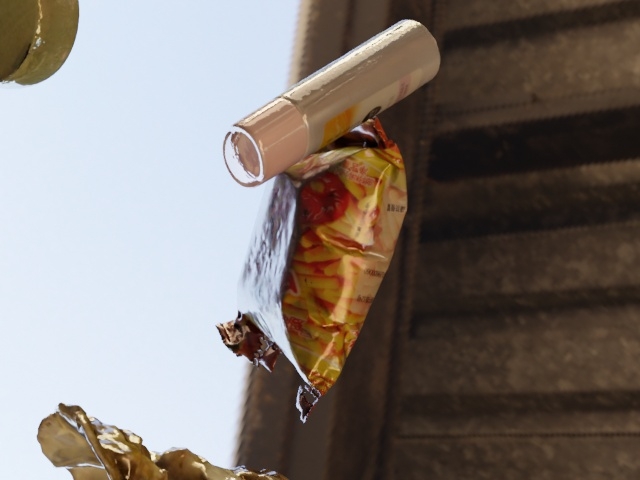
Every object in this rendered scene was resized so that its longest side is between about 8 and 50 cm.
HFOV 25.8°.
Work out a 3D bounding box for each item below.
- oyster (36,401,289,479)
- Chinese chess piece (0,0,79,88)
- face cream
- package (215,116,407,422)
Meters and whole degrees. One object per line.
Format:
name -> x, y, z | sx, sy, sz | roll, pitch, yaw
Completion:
oyster -> -0.061, 0.234, 1.146 | 0.351, 0.238, 0.115 | 12, -109, 11
Chinese chess piece -> -0.376, -0.278, 1.700 | 0.188, 0.083, 0.188 | 5, -81, 35
face cream -> 0.011, -0.114, 1.159 | 0.198, 0.084, 0.057 | -35, -99, -25
package -> 0.002, 0.003, 1.308 | 0.223, 0.108, 0.288 | -137, -120, -65
